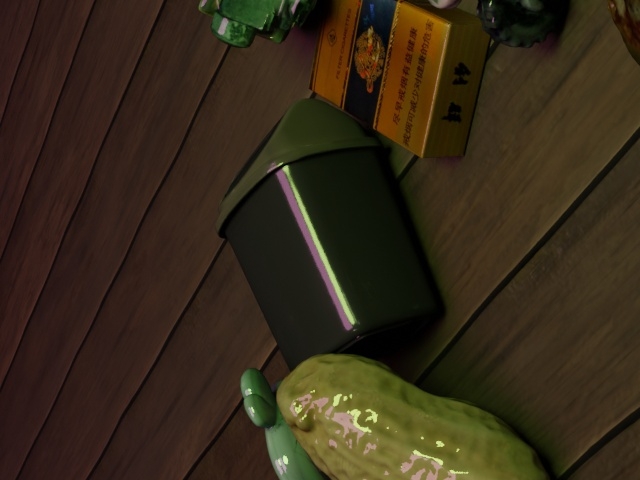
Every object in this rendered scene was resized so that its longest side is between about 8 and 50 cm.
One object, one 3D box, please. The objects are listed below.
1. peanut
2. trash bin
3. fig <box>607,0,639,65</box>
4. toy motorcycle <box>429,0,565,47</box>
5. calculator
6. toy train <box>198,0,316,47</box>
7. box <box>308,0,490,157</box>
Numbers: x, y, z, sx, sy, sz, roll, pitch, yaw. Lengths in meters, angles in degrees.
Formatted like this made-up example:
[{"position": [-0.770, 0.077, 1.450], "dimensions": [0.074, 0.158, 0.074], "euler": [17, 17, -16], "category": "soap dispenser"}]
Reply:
[{"position": [0.097, 0.218, 1.261], "dimensions": [0.313, 0.152, 0.152], "euler": [23, 118, 18], "category": "peanut"}, {"position": [0.000, 0.000, 1.407], "dimensions": [0.209, 0.182, 0.290], "euler": [-45, 62, 50], "category": "trash bin"}, {"position": [0.304, -0.216, 0.917], "dimensions": [0.191, 0.181, 0.181], "euler": [-10, 85, 31], "category": "fig"}, {"position": [0.164, -0.341, 1.090], "dimensions": [0.143, 0.188, 0.327], "euler": [32, 121, 59], "category": "toy motorcycle"}, {"position": [0.004, 0.258, 1.385], "dimensions": [0.042, 0.295, 0.184], "euler": [-31, 28, 15], "category": "calculator"}, {"position": [-0.031, -0.406, 1.395], "dimensions": [0.237, 0.150, 0.369], "euler": [-80, 13, -71], "category": "toy train"}, {"position": [0.082, -0.204, 1.348], "dimensions": [0.237, 0.070, 0.152], "euler": [39, 126, 50], "category": "box"}]
